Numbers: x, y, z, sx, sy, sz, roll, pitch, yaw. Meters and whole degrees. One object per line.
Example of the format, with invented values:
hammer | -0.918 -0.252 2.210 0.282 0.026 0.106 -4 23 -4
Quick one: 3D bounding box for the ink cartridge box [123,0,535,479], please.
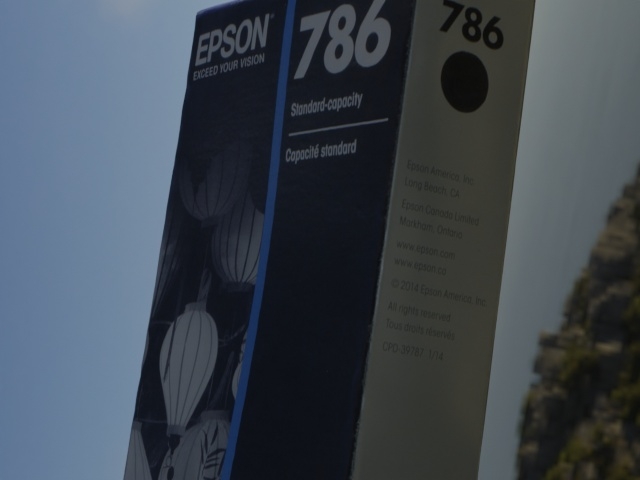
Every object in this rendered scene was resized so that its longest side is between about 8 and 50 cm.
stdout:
ink cartridge box | 0.000 0.000 0.594 0.165 0.065 0.333 -5 74 56
